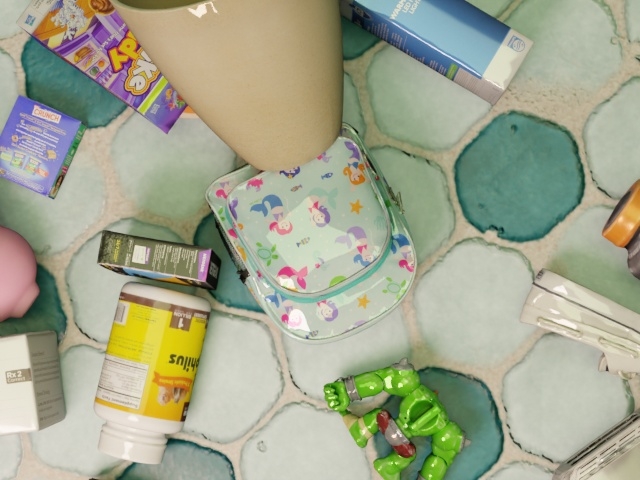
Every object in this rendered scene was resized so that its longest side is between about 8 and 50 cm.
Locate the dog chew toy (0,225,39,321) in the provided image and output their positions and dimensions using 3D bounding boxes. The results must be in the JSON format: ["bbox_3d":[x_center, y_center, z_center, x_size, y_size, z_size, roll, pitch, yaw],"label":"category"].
[{"bbox_3d":[-0.498,-0.014,1.748,0.331,0.206,0.207,34,88,-6],"label":"dog chew toy"}]

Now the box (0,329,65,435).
[{"bbox_3d":[-0.423,0.182,1.736,0.180,0.182,0.119,-8,87,0],"label":"box"}]

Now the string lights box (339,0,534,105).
[{"bbox_3d":[0.133,-0.274,1.778,0.259,0.133,0.077,31,88,2],"label":"string lights box"}]

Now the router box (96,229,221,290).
[{"bbox_3d":[-0.196,0.026,1.743,0.133,0.179,0.046,9,85,1],"label":"router box"}]

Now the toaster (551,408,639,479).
[{"bbox_3d":[0.395,0.306,1.747,0.227,0.129,0.146,-35,85,0],"label":"toaster"}]

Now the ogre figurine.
[{"bbox_3d":[0.105,0.236,1.772,0.118,0.097,0.197,-37,76,10],"label":"ogre figurine"}]

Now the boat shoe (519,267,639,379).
[{"bbox_3d":[0.379,0.131,1.775,0.267,0.096,0.088,27,92,3],"label":"boat shoe"}]

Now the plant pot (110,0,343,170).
[{"bbox_3d":[-0.074,-0.224,1.616,0.256,0.256,0.274,-24,127,-1],"label":"plant pot"}]

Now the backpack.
[{"bbox_3d":[0.000,0.000,1.745,0.225,0.191,0.254,-26,91,-3],"label":"backpack"}]

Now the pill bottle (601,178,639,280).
[{"bbox_3d":[0.476,0.024,1.760,0.245,0.130,0.130,33,88,2],"label":"pill bottle"}]

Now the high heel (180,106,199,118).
[{"bbox_3d":[-0.101,-0.249,1.827,0.244,0.117,0.082,-31,129,17],"label":"high heel"}]

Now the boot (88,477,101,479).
[{"bbox_3d":[-0.327,0.395,1.770,0.338,0.118,0.223,24,84,-9],"label":"boot"}]

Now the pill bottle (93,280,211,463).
[{"bbox_3d":[-0.215,0.166,1.766,0.117,0.117,0.215,13,87,1],"label":"pill bottle"}]

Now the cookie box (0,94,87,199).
[{"bbox_3d":[-0.367,-0.121,1.822,0.091,0.040,0.107,24,88,2],"label":"cookie box"}]

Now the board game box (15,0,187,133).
[{"bbox_3d":[-0.187,-0.342,1.778,0.233,0.078,0.347,35,87,22],"label":"board game box"}]
